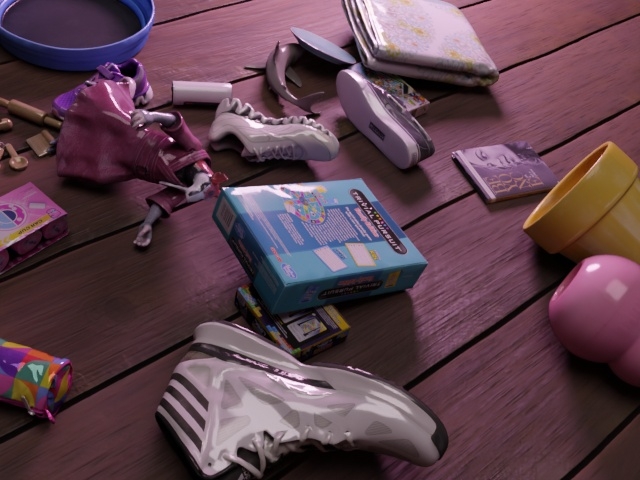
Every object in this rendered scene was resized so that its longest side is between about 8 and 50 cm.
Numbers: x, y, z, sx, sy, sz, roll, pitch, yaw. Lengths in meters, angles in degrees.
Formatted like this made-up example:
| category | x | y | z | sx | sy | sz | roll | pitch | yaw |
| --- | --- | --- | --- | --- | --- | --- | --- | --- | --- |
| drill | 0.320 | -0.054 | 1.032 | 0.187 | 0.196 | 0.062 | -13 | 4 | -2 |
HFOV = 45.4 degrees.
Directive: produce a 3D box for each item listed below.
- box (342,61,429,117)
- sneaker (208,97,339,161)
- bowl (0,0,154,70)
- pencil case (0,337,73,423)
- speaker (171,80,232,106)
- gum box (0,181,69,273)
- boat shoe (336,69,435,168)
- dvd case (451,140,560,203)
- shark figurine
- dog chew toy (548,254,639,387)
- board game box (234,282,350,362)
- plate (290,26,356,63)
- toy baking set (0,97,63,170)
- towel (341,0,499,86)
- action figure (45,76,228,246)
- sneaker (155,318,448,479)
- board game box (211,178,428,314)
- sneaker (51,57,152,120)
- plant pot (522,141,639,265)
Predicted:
| category | x | y | z | sx | sy | sz | roll | pitch | yaw |
| --- | --- | --- | --- | --- | --- | --- | --- | --- | --- |
| box | 0.161 | -0.375 | 1.915 | 0.114 | 0.036 | 0.207 | -27 | 60 | -33 |
| sneaker | -0.104 | -0.212 | 1.663 | 0.292 | 0.110 | 0.118 | 15 | 54 | 10 |
| bowl | -0.600 | -0.545 | 1.848 | 0.391 | 0.077 | 0.391 | 7 | 47 | -8 |
| pencil case | -0.501 | 0.200 | 1.179 | 0.236 | 0.104 | 0.104 | 17 | 46 | 3 |
| speaker | -0.274 | -0.336 | 1.756 | 0.136 | 0.055 | 0.055 | 0 | 48 | -15 |
| gum box | -0.560 | -0.021 | 1.387 | 0.107 | 0.062 | 0.188 | 37 | 50 | 19 |
| boat shoe | 0.153 | -0.296 | 1.793 | 0.102 | 0.108 | 0.301 | -24 | 61 | -30 |
| dvd case | 0.441 | -0.166 | 1.809 | 0.221 | 0.018 | 0.165 | -12 | 52 | -23 |
| shark figurine | -0.088 | -0.414 | 1.838 | 0.166 | 0.116 | 0.278 | -2 | 47 | -14 |
| dog chew toy | 0.595 | 0.176 | 1.421 | 0.331 | 0.207 | 0.206 | 37 | 50 | 9 |
| board game box | -0.053 | 0.135 | 1.387 | 0.141 | 0.048 | 0.170 | -20 | 56 | -32 |
| plate | 0.003 | -0.489 | 1.952 | 0.188 | 0.024 | 0.188 | 24 | 23 | -11 |
| toy baking set | -0.665 | -0.227 | 1.571 | 0.256 | 0.030 | 0.197 | 25 | 47 | 9 |
| towel | 0.258 | -0.537 | 2.031 | 0.374 | 0.090 | 0.321 | 4 | 47 | -20 |
| action figure | -0.337 | -0.157 | 1.523 | 0.370 | 0.248 | 0.276 | 23 | 20 | 8 |
| sneaker | -0.046 | 0.314 | 1.175 | 0.447 | 0.169 | 0.258 | 18 | 55 | 13 |
| board game box | 0.000 | 0.000 | 1.454 | 0.336 | 0.079 | 0.254 | -6 | 48 | -37 |
| sneaker | -0.476 | -0.334 | 1.669 | 0.236 | 0.105 | 0.095 | -28 | 62 | -32 |
| plant pot | 0.596 | -0.035 | 1.591 | 0.239 | 0.254 | 0.254 | 43 | 50 | 3 |
